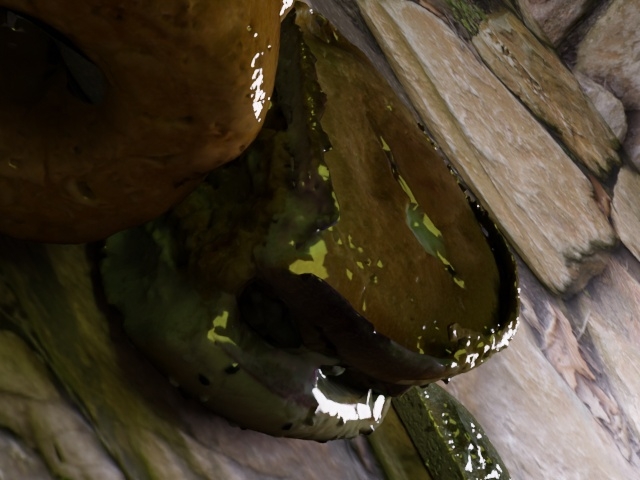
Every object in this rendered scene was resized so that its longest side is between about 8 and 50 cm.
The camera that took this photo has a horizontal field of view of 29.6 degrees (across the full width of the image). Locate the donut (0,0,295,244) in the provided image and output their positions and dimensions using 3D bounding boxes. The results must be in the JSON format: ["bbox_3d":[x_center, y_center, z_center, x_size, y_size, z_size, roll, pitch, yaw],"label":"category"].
[{"bbox_3d":[-0.169,-0.136,0.674,0.317,0.299,0.150,9,50,-12],"label":"donut"}]

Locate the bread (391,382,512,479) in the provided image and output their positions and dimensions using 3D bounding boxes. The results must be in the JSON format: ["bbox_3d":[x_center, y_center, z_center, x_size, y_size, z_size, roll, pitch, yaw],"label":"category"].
[{"bbox_3d":[0.132,0.191,1.049,0.112,0.036,0.193,13,44,-58],"label":"bread"}]

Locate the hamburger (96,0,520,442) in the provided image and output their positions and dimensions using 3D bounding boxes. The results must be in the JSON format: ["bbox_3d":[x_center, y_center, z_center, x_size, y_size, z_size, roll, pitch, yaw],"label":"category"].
[{"bbox_3d":[0.000,0.000,0.885,0.277,0.195,0.318,39,28,-33],"label":"hamburger"}]
